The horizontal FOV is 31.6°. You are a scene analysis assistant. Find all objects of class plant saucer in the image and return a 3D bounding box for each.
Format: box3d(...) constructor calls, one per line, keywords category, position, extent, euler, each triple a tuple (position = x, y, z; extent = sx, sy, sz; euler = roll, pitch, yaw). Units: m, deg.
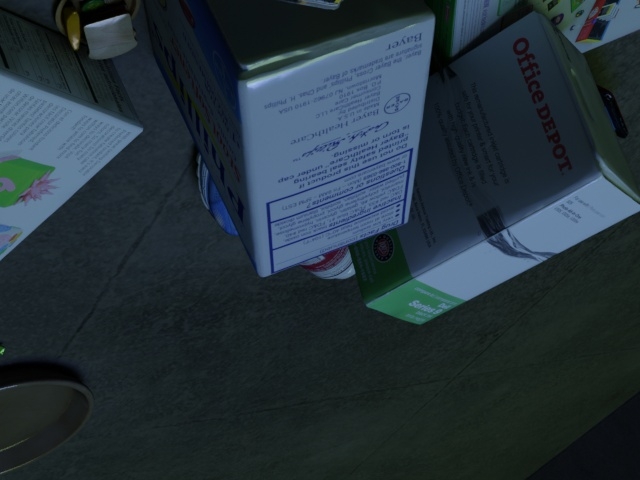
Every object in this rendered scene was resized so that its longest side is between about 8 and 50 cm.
box3d(category="plant saucer", position=(-0.445, 0.251, 1.533), extent=(0.277, 0.041, 0.278), euler=(-22, 154, -12))

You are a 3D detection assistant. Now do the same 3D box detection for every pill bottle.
box3d(category="pill bottle", position=(0.000, 0.000, 1.450), extent=(0.086, 0.086, 0.152), euler=(-33, 154, 11))

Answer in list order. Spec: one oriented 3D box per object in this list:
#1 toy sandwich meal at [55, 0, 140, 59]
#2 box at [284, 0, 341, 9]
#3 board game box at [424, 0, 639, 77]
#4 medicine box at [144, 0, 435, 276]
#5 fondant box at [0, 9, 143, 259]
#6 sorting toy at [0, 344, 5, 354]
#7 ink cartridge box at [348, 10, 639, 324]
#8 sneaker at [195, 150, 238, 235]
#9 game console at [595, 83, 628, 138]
box3d(category="toy sandwich meal", position=(-0.190, -0.193, 0.984), extent=(0.085, 0.029, 0.085), euler=(-22, 153, -12))
box3d(category="box", position=(0.019, -0.342, 0.660), extent=(0.079, 0.257, 0.322), euler=(-2, 143, -44))
box3d(category="board game box", position=(0.265, -0.285, 1.211), extent=(0.316, 0.064, 0.242), euler=(-23, 153, -10))
box3d(category="medicine box", position=(-0.039, -0.161, 0.921), extent=(0.149, 0.263, 0.289), euler=(-21, 153, -12))
box3d(category="fondant box", position=(-0.348, -0.094, 0.942), extent=(0.238, 0.096, 0.330), euler=(-39, 151, 21))
box3d(category="sorting toy", position=(-0.430, 0.152, 1.398), extent=(0.083, 0.012, 0.062), euler=(-14, 146, -18))
box3d(category="ink cartridge box", position=(0.165, -0.069, 1.197), extent=(0.289, 0.211, 0.121), euler=(-30, 148, 27))
box3d(category="sneaker", position=(-0.020, -0.101, 1.180), extent=(0.129, 0.147, 0.330), euler=(-4, 146, -39))
box3d(category="game console", position=(0.321, -0.157, 1.479), extent=(0.085, 0.124, 0.144), euler=(-57, 152, -1))
